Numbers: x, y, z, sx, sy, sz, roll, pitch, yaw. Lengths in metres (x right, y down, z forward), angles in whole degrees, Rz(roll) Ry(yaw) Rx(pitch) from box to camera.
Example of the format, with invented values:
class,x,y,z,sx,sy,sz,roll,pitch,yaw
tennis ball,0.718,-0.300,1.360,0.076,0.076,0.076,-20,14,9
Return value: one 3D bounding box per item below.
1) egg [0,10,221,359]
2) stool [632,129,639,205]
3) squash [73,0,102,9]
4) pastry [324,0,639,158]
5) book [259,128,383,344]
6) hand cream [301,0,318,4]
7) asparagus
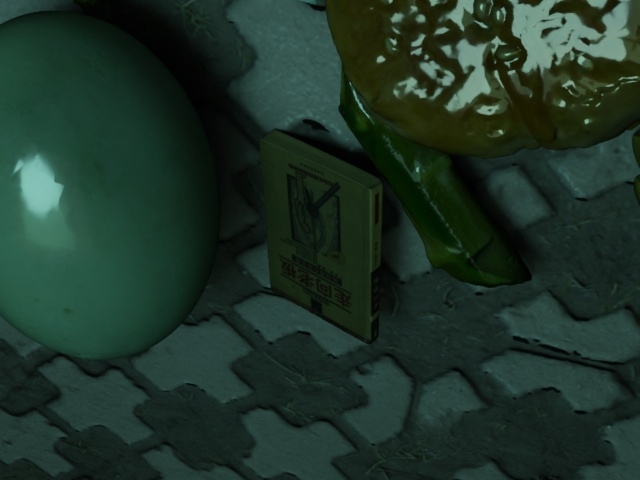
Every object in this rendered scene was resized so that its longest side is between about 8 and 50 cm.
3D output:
class,x,y,z,sx,sy,sz,roll,pitch,yaw
egg,-0.244,-0.046,0.873,0.276,0.276,0.389,6,130,14
stool,0.356,-0.045,0.785,0.135,0.134,0.110,-33,117,-13
squash,-0.197,-0.301,0.786,0.066,0.066,0.201,29,132,-7
pastry,0.166,-0.210,0.658,0.316,0.184,0.284,-16,102,33
book,0.000,0.000,0.955,0.161,0.026,0.230,28,138,31
hand cream,0.004,-0.331,0.585,0.109,0.067,0.320,23,97,32
asparagus,0.104,-0.071,0.869,0.085,0.082,0.343,-24,116,37
